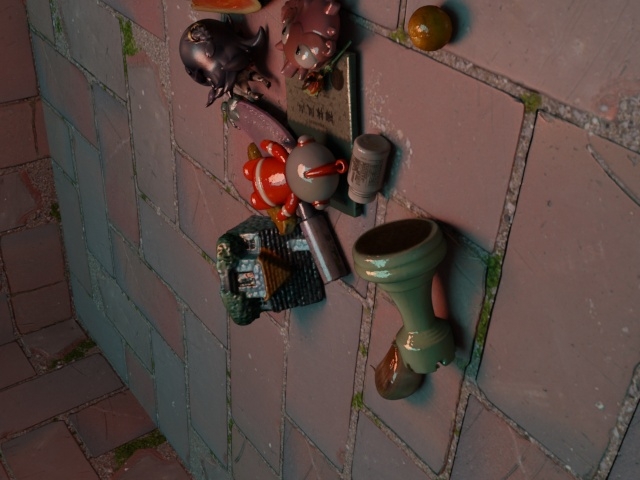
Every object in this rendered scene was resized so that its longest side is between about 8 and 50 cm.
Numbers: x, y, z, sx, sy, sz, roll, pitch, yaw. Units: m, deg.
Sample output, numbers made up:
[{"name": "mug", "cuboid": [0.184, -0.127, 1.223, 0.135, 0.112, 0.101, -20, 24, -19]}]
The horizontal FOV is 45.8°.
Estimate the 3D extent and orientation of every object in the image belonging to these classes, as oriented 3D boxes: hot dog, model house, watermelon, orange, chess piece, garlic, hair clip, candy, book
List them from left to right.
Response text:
[{"name": "watermelon", "cuboid": [-0.194, -0.585, 1.781, 0.128, 0.159, 0.303, 47, 171, -20]}, {"name": "hair clip", "cuboid": [-0.127, -0.250, 1.888, 0.359, 0.110, 0.095, 54, -171, 29]}, {"name": "hot dog", "cuboid": [-0.123, -0.138, 1.948, 0.289, 0.068, 0.083, 67, 147, 31]}, {"name": "model house", "cuboid": [-0.109, 0.084, 1.984, 0.241, 0.226, 0.261, -1, 112, 26]}, {"name": "book", "cuboid": [0.003, -0.262, 1.753, 0.264, 0.031, 0.380, 29, 130, 49]}, {"name": "candy", "cuboid": [0.017, -0.369, 1.607, 0.184, 0.049, 0.056, -39, 57, 49]}, {"name": "garlic", "cuboid": [0.173, 0.316, 1.797, 0.198, 0.090, 0.129, 113, 143, -57]}, {"name": "chess piece", "cuboid": [0.192, 0.121, 1.565, 0.194, 0.194, 0.299, 13, 127, 53]}, {"name": "orange", "cuboid": [0.197, -0.381, 1.355, 0.083, 0.070, 0.083, 53, 161, 28]}]

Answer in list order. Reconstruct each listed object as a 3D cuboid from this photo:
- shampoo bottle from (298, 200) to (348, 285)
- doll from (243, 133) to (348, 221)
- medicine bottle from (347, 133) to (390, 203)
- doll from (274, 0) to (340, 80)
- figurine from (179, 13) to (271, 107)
[{"name": "shampoo bottle", "cuboid": [0.000, 0.000, 1.877, 0.072, 0.072, 0.214, -28, 84, 58]}, {"name": "doll", "cuboid": [-0.056, -0.152, 1.755, 0.336, 0.105, 0.200, -8, 97, 49]}, {"name": "medicine bottle", "cuboid": [0.101, -0.152, 1.623, 0.079, 0.079, 0.140, 44, 141, 35]}, {"name": "doll", "cuboid": [-0.026, -0.450, 1.614, 0.211, 0.093, 0.262, -58, 40, 28]}, {"name": "figurine", "cuboid": [-0.244, -0.457, 1.894, 0.265, 0.175, 0.197, 16, 130, 45]}]
